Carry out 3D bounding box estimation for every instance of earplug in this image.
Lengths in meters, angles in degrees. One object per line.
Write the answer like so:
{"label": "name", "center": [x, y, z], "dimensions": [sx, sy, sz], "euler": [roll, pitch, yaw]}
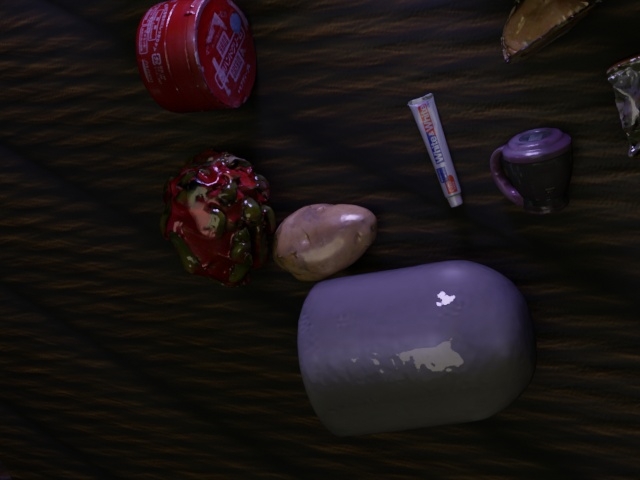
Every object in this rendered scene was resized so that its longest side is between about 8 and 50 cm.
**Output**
{"label": "earplug", "center": [0.195, 0.191, 1.311], "dimensions": [0.394, 0.312, 0.312], "euler": [-14, 101, 25]}

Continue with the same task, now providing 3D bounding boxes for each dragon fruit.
{"label": "dragon fruit", "center": [-0.206, -0.040, 1.457], "dimensions": [0.237, 0.231, 0.302], "euler": [-5, 107, 7]}

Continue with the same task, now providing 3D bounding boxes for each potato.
{"label": "potato", "center": [0.001, 0.005, 1.427], "dimensions": [0.235, 0.128, 0.161], "euler": [2, 87, 27]}

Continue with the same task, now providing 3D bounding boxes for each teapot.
{"label": "teapot", "center": [0.374, -0.114, 1.235], "dimensions": [0.148, 0.116, 0.146], "euler": [-8, 114, 23]}

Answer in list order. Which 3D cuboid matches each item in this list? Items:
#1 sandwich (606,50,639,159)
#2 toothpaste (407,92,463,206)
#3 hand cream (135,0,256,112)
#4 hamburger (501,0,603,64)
{"label": "sandwich", "center": [0.568, -0.231, 1.054], "dimensions": [0.227, 0.198, 0.155], "euler": [-17, 99, 29]}
{"label": "toothpaste", "center": [0.224, -0.169, 1.332], "dimensions": [0.052, 0.033, 0.218], "euler": [-18, 94, 24]}
{"label": "hand cream", "center": [-0.241, -0.363, 1.369], "dimensions": [0.149, 0.230, 0.230], "euler": [1, 107, 23]}
{"label": "hamburger", "center": [0.371, -0.380, 1.167], "dimensions": [0.176, 0.087, 0.102], "euler": [-33, 75, 40]}
